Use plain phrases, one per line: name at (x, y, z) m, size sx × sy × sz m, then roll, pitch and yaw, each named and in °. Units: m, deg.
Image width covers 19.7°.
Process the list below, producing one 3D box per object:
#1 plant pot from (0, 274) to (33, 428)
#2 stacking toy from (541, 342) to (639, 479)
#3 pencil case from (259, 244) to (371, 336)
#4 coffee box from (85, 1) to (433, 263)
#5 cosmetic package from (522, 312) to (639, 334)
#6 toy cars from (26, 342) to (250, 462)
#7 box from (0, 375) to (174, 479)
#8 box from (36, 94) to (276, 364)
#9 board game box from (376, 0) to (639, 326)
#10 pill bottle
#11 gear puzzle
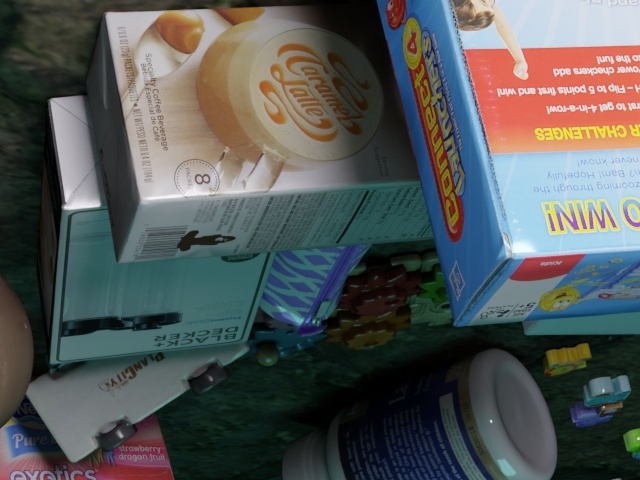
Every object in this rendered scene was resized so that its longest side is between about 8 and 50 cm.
plant pot at (-0.333, 0.088, 1.334) m, size 0.263 × 0.263 × 0.229 m, roll -22°, pitch 174°, yaw 23°
stacking toy at (0.277, 0.161, 1.853) m, size 0.052 × 0.167 × 0.221 m, roll -9°, pitch 158°, yaw -7°
pencil case at (0.000, 0.000, 1.445) m, size 0.086 × 0.088 × 0.206 m, roll -7°, pitch 156°, yaw -16°
coffee box at (-0.017, -0.073, 1.200) m, size 0.246 × 0.141 × 0.098 m, roll -5°, pitch 156°, yaw -18°
cosmetic package at (0.212, -0.082, 1.180) m, size 0.138 × 0.224 × 0.224 m, roll -1°, pitch 154°, yaw -25°
toy cars at (-0.182, 0.206, 1.601) m, size 0.176 × 0.393 × 0.087 m, roll 17°, pitch -175°, yaw 5°
box at (-0.302, 0.221, 1.712) m, size 0.300 × 0.154 × 0.142 m, roll 3°, pitch 144°, yaw -34°
box at (-0.121, -0.006, 1.370) m, size 0.169 × 0.087 × 0.290 m, roll -6°, pitch 157°, yaw -14°
board game box at (0.190, -0.118, 0.988) m, size 0.308 × 0.302 × 0.086 m, roll -3°, pitch 156°, yaw -19°
pill bottle at (0.101, 0.225, 1.934) m, size 0.265 × 0.153 × 0.153 m, roll -24°, pitch 154°, yaw 27°
gear puzzle at (0.093, 0.061, 1.687) m, size 0.339 × 0.044 × 0.175 m, roll -8°, pitch 157°, yaw -9°
